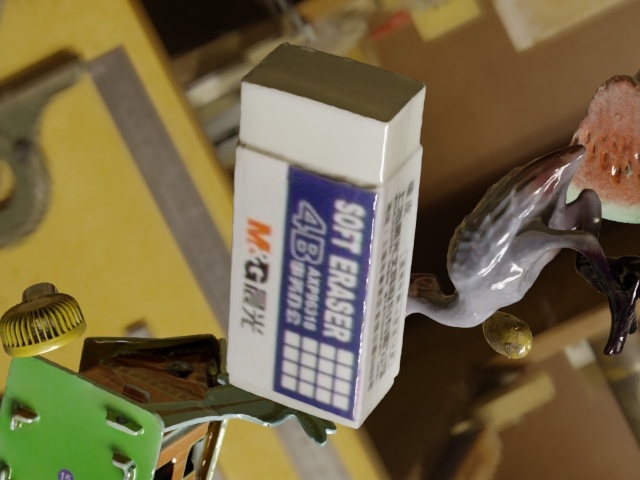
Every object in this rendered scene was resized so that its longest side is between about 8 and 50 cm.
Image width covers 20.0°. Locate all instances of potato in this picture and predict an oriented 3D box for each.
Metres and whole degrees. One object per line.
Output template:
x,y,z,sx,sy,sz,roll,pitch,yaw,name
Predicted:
0.208,0.104,2.045,0.045,0.046,0.092,-59,-159,3,potato

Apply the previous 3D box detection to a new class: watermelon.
0.409,-0.149,2.095,0.318,0.148,0.226,-49,154,-7,watermelon

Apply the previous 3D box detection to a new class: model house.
-0.166,0.271,2.107,0.340,0.300,0.324,22,-157,19,model house

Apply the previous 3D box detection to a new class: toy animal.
0.165,0.023,1.701,0.324,0.195,0.090,-10,173,33,toy animal

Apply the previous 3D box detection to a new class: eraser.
0.000,0.000,1.374,0.124,0.279,0.081,19,-144,21,eraser

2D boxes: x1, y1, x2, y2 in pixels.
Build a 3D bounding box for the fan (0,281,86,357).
-0.277,0.071,1.786,0.082,0.039,0.155,-18,-165,-6,fan
